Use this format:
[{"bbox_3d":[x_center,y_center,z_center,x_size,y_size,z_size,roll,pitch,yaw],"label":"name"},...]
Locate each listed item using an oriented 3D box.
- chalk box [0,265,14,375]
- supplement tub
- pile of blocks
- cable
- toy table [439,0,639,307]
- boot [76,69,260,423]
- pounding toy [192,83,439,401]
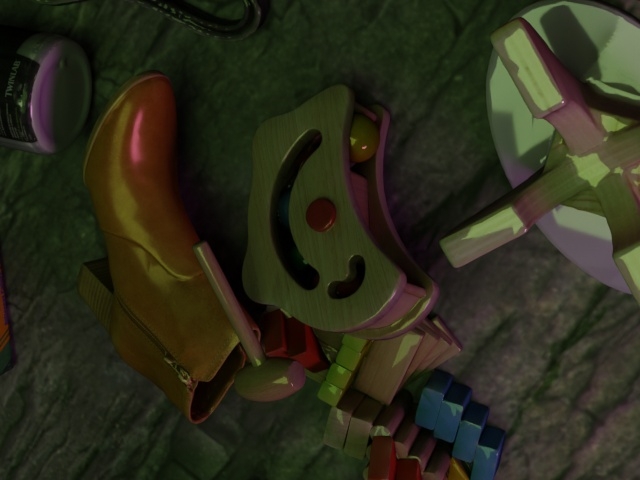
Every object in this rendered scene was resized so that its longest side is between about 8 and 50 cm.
[{"bbox_3d":[-0.473,0.093,1.075,0.179,0.289,0.180,4,109,19],"label":"chalk box"},{"bbox_3d":[-0.329,-0.154,1.039,0.190,0.117,0.117,13,111,17],"label":"supplement tub"},{"bbox_3d":[0.074,0.166,0.997,0.149,0.112,0.362,-41,91,26],"label":"pile of blocks"},{"bbox_3d":[-0.194,-0.240,0.986,0.287,0.072,0.139,33,120,7],"label":"cable"},{"bbox_3d":[0.223,-0.061,0.843,0.252,0.161,0.274,-42,89,26],"label":"toy table"},{"bbox_3d":[-0.128,0.013,0.998,0.211,0.104,0.295,39,129,27],"label":"boot"},{"bbox_3d":[0.000,0.000,0.895,0.154,0.155,0.269,-3,78,31],"label":"pounding toy"}]
